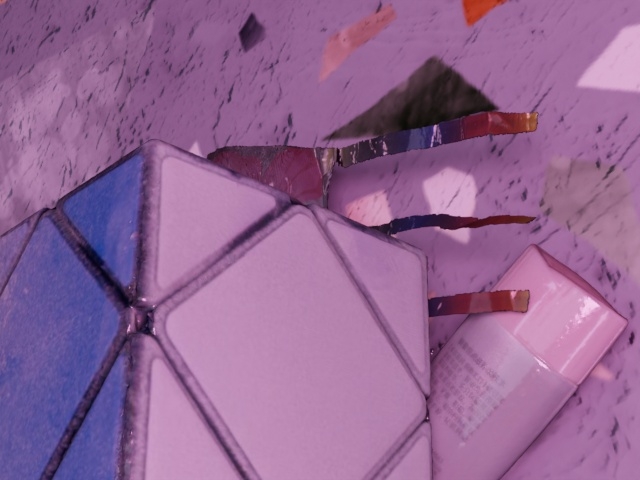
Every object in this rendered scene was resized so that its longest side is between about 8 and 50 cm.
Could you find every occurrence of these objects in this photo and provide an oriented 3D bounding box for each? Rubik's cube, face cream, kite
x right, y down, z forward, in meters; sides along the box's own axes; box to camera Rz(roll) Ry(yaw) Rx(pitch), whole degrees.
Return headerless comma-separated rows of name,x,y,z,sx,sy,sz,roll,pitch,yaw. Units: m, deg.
Rubik's cube,-0.075,0.096,0.695,0.205,0.207,0.205,-27,52,43
face cream,0.090,0.099,0.729,0.198,0.057,0.084,-51,46,9
kite,-0.003,-0.001,0.834,0.360,0.022,0.204,-14,61,46
